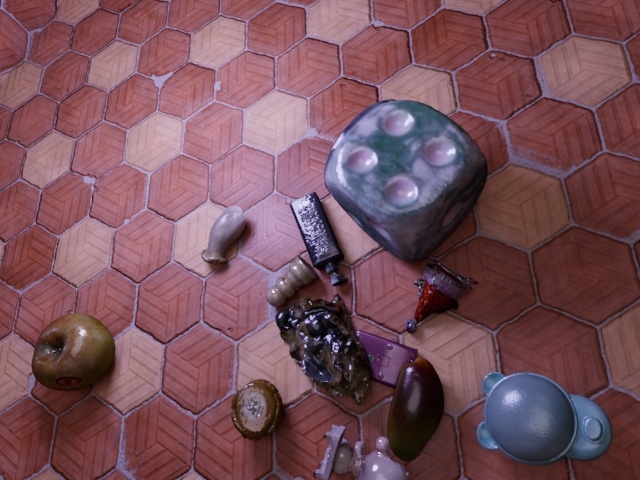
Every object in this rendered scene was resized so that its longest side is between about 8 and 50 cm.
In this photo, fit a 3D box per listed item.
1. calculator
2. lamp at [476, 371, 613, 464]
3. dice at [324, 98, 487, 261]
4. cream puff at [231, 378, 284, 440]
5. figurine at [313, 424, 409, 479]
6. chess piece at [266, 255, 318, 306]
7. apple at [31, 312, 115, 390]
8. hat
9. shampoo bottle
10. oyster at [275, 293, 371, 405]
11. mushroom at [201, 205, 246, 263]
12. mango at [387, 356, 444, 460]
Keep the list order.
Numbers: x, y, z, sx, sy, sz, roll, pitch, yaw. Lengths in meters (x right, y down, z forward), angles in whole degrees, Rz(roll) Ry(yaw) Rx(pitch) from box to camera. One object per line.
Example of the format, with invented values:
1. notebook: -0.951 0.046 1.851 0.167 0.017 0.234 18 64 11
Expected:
1. calculator: 0.167 0.337 1.316 0.191 0.034 0.126 15 77 21
2. lamp: 0.529 0.429 1.113 0.284 0.147 0.209 8 71 18
3. dice: 0.234 -0.167 1.315 0.328 0.330 0.348 -45 67 -4
4. cream puff: -0.177 0.479 1.319 0.150 0.115 0.165 17 67 14
5. figurine: 0.121 0.581 1.180 0.257 0.144 0.181 19 76 20
6. chess piece: -0.095 0.137 1.439 0.170 0.094 0.094 -46 65 5
7. apple: -0.790 0.358 1.498 0.261 0.194 0.260 -6 68 16
8. hat: 0.316 0.171 1.307 0.140 0.129 0.227 32 100 7
9. shampoo bottle: -0.001 0.000 1.463 0.098 0.071 0.309 -24 66 6
10. oyster: 0.000 0.315 1.330 0.221 0.096 0.361 -31 58 14
11. mushroom: -0.321 -0.018 1.557 0.097 0.088 0.212 26 84 -10
12. mango: 0.249 0.440 1.212 0.133 0.111 0.267 15 83 -6
